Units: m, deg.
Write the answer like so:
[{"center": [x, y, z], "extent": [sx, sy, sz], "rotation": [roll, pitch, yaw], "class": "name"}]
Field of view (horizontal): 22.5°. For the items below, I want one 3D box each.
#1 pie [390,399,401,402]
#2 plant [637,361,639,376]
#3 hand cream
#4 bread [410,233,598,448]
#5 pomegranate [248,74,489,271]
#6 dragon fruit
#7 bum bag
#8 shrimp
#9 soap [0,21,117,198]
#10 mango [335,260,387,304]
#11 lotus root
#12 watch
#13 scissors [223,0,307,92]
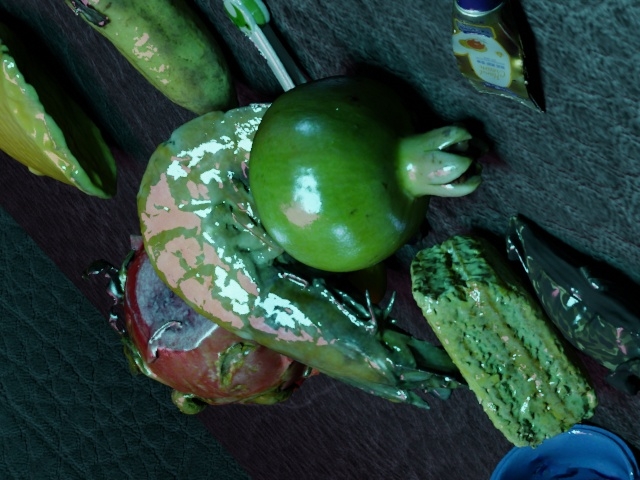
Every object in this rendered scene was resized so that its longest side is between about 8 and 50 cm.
[{"center": [0.084, 0.182, 2.114], "extent": [0.084, 0.021, 0.084], "rotation": [42, 159, 20], "class": "pie"}, {"center": [0.312, 0.088, 1.164], "extent": [0.132, 0.129, 0.194], "rotation": [42, 160, 19], "class": "plant"}, {"center": [0.130, -0.148, 1.209], "extent": [0.062, 0.039, 0.163], "rotation": [18, 154, 26], "class": "hand cream"}, {"center": [0.167, 0.088, 1.508], "extent": [0.196, 0.102, 0.138], "rotation": [55, -177, -20], "class": "bread"}, {"center": [0.033, -0.055, 1.413], "extent": [0.210, 0.179, 0.179], "rotation": [20, 149, 55], "class": "pomegranate"}, {"center": [-0.104, 0.088, 1.932], "extent": [0.250, 0.269, 0.291], "rotation": [64, -167, 23], "class": "dragon fruit"}, {"center": [0.242, 0.068, 1.383], "extent": [0.102, 0.069, 0.248], "rotation": [36, -171, -40], "class": "bum bag"}, {"center": [0.018, 0.023, 1.660], "extent": [0.445, 0.085, 0.272], "rotation": [33, 118, 2], "class": "shrimp"}, {"center": [-0.440, -0.208, 2.305], "extent": [0.427, 0.115, 0.306], "rotation": [25, 158, 51], "class": "soap"}, {"center": [0.000, 0.000, 1.768], "extent": [0.195, 0.098, 0.137], "rotation": [45, 161, -19], "class": "mango"}, {"center": [-0.179, -0.227, 1.672], "extent": [0.258, 0.097, 0.110], "rotation": [46, 172, -27], "class": "lotus root"}, {"center": [0.271, 0.301, 1.656], "extent": [0.200, 0.196, 0.171], "rotation": [22, 142, 39], "class": "watch"}, {"center": [-0.072, -0.221, 1.535], "extent": [0.204, 0.027, 0.101], "rotation": [54, 165, -19], "class": "scissors"}]
